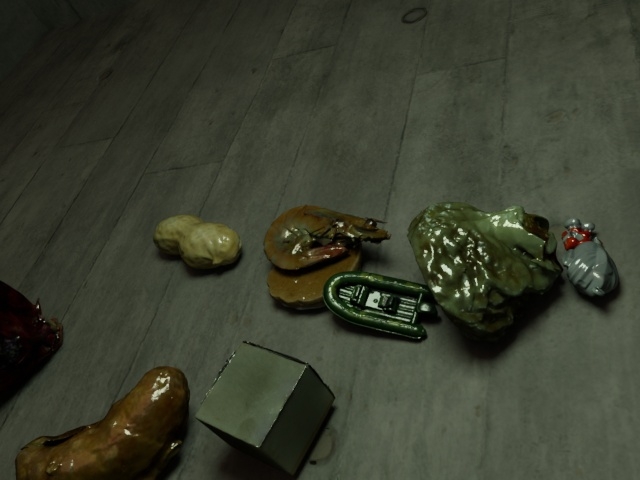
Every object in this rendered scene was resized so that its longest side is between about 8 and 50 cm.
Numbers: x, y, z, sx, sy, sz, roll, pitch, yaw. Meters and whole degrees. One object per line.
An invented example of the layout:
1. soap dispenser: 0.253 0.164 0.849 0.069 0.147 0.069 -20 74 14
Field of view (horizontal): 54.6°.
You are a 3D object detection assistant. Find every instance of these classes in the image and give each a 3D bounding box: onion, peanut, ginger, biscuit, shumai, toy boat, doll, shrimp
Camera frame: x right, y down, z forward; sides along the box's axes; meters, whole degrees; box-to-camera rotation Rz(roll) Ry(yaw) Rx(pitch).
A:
1. onion: -0.729 0.199 1.334 0.281 0.281 0.221 -45 10 -16
2. peanut: -0.283 -0.002 1.395 0.263 0.101 0.117 19 41 40
3. ginger: -0.350 0.355 1.060 0.321 0.172 0.165 -31 4 -9
4. biscuit: -0.001 0.053 1.224 0.181 0.049 0.208 10 53 36
5. shumai: 0.272 0.024 1.000 0.218 0.189 0.255 -22 48 11
6. toy boat: 0.104 0.108 1.095 0.210 0.052 0.104 13 68 21
7. doll: 0.430 0.029 0.994 0.094 0.079 0.180 17 41 -4
8. shrimp: 0.000 0.000 1.192 0.287 0.063 0.152 7 54 41

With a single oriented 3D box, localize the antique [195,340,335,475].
1. antique: -0.081 0.267 0.990 0.147 0.148 0.151 11 57 37
